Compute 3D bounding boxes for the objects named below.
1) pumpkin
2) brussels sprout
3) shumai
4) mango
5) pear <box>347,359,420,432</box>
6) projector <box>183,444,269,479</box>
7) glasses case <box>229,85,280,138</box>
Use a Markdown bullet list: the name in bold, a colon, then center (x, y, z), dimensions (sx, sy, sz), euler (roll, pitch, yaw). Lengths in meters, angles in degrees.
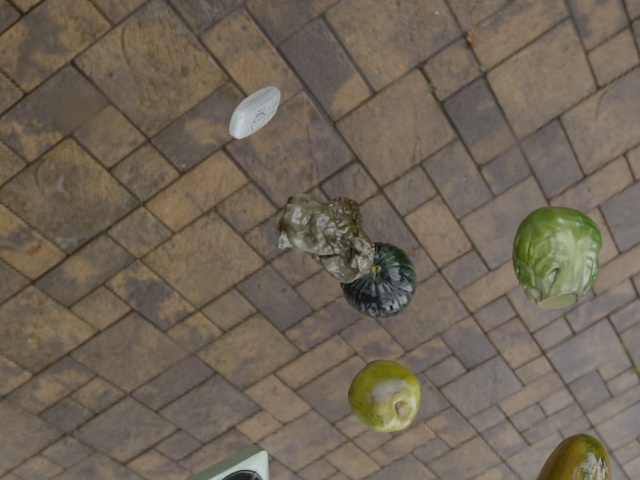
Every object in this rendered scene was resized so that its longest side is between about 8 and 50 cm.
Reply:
- **pumpkin**: center (0.163, 0.111, 1.941), dimensions (0.221, 0.220, 0.162), euler (-21, 149, 2)
- **brussels sprout**: center (0.553, 0.037, 1.620), dimensions (0.244, 0.244, 0.244), euler (-7, 128, -9)
- **shumai**: center (0.000, 0.002, 1.489), dimensions (0.186, 0.218, 0.183), euler (-11, 136, -9)
- **mango**: center (0.553, 0.580, 1.524), dimensions (0.173, 0.211, 0.317), euler (15, 88, 11)
- **pear**: center (0.170, 0.418, 1.862), dimensions (0.200, 0.200, 0.199), euler (-7, 128, -9)
- **projector**: center (-0.244, 0.683, 1.755), dimensions (0.259, 0.079, 0.257), euler (-15, 110, -43)
- **glasses case**: center (-0.142, -0.283, 1.512), dimensions (0.049, 0.197, 0.076), euler (27, 125, 10)
